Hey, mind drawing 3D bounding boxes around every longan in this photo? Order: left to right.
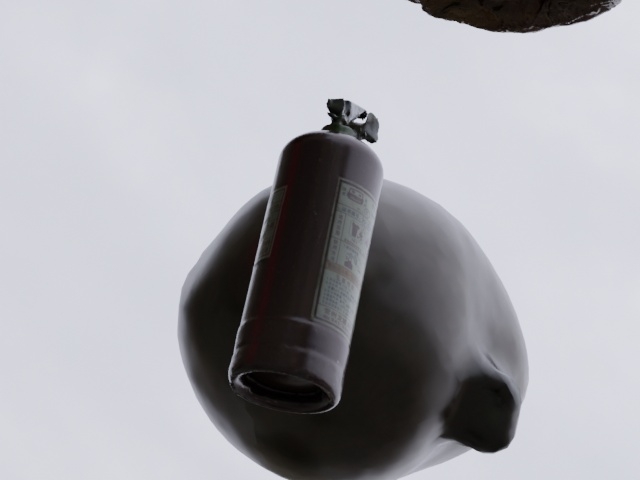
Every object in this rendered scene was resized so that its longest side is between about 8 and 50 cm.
[{"bbox_3d":[0.029,0.073,1.370,0.300,0.300,0.243,21,-78,26],"label":"longan"}]

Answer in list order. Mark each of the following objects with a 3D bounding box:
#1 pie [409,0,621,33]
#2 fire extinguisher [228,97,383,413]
[{"bbox_3d":[0.080,-0.118,0.640,0.088,0.033,0.191,45,-33,-8],"label":"pie"},{"bbox_3d":[0.000,0.000,1.153,0.071,0.231,0.099,5,-29,13],"label":"fire extinguisher"}]
